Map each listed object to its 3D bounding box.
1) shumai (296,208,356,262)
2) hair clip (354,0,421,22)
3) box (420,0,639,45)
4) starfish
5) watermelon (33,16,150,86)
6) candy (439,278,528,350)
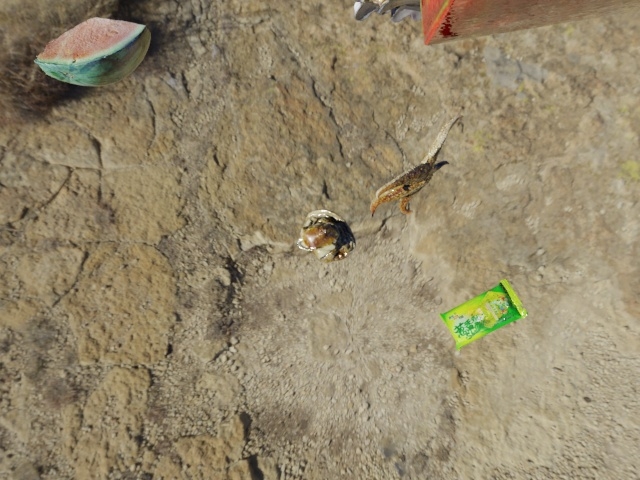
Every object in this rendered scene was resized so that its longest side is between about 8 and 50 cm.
[{"bbox_3d":[-0.001,-0.004,0.985,0.145,0.116,0.146,13,117,28],"label":"shumai"},{"bbox_3d":[0.180,-0.549,0.917,0.256,0.146,0.075,-25,74,-32],"label":"hair clip"},{"bbox_3d":[0.234,-0.214,0.267,0.313,0.197,0.089,-6,102,9],"label":"box"},{"bbox_3d":[0.182,-0.124,0.753,0.057,0.213,0.238,48,119,16],"label":"starfish"},{"bbox_3d":[-0.452,-0.390,0.875,0.146,0.128,0.231,20,59,34],"label":"watermelon"},{"bbox_3d":[0.367,0.169,0.938,0.178,0.032,0.102,-33,50,19],"label":"candy"}]
